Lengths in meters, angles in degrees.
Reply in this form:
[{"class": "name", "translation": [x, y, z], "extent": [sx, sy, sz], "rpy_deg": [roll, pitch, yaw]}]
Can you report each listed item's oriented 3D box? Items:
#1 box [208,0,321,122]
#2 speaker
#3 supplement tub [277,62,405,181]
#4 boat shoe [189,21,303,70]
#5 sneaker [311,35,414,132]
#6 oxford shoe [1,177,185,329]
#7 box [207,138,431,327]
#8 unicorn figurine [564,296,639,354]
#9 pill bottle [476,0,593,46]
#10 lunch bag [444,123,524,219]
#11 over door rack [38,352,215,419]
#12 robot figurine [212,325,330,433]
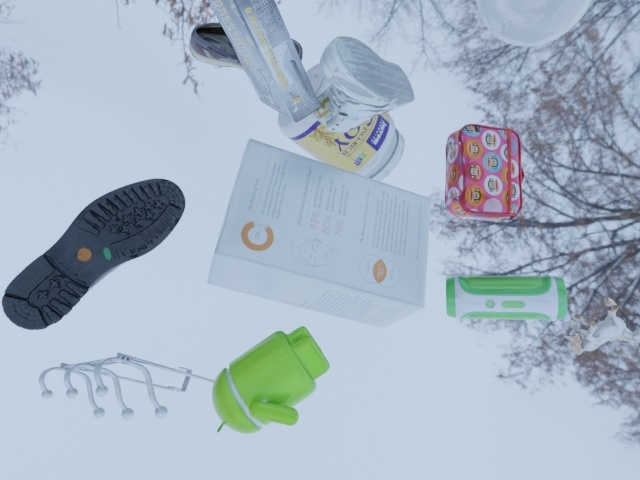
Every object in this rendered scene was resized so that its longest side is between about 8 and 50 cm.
[{"class": "box", "translation": [-0.101, -0.328, 0.741], "extent": [0.056, 0.183, 0.231], "rpy_deg": [-34, -52, -7]}, {"class": "speaker", "translation": [0.498, 0.156, 1.210], "extent": [0.131, 0.296, 0.131], "rpy_deg": [-2, -90, -73]}, {"class": "supplement tub", "translation": [0.067, -0.329, 1.304], "extent": [0.331, 0.241, 0.241], "rpy_deg": [32, -114, -32]}, {"class": "boat shoe", "translation": [-0.177, -0.477, 1.093], "extent": [0.285, 0.092, 0.103], "rpy_deg": [3, -87, -15]}, {"class": "sneaker", "translation": [0.043, -0.251, 0.782], "extent": [0.292, 0.169, 0.108], "rpy_deg": [-12, -98, -59]}, {"class": "oxford shoe", "translation": [-0.264, 0.003, 0.528], "extent": [0.227, 0.096, 0.083], "rpy_deg": [-42, -72, -23]}, {"class": "box", "translation": [0.000, 0.000, 0.788], "extent": [0.345, 0.168, 0.215], "rpy_deg": [17, -116, -12]}, {"class": "unicorn figurine", "translation": [0.535, 0.166, 0.821], "extent": [0.111, 0.161, 0.060], "rpy_deg": [60, -163, -25]}, {"class": "pill bottle", "translation": [0.469, -0.546, 0.873], "extent": [0.361, 0.204, 0.204], "rpy_deg": [-46, -73, -33]}, {"class": "lunch bag", "translation": [0.529, -0.208, 1.396], "extent": [0.258, 0.120, 0.293], "rpy_deg": [3, -97, -15]}, {"class": "over door rack", "translation": [-0.327, 0.288, 0.859], "extent": [0.324, 0.239, 0.108], "rpy_deg": [21, -119, -48]}, {"class": "robot figurine", "translation": [-0.050, 0.131, 0.414], "extent": [0.115, 0.101, 0.067], "rpy_deg": [-34, -72, -7]}]
